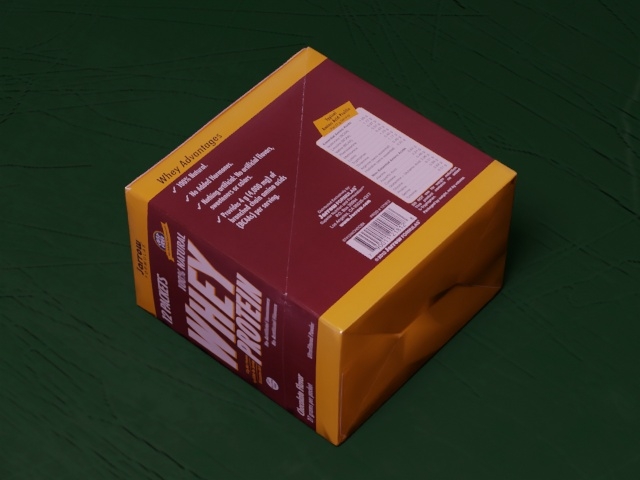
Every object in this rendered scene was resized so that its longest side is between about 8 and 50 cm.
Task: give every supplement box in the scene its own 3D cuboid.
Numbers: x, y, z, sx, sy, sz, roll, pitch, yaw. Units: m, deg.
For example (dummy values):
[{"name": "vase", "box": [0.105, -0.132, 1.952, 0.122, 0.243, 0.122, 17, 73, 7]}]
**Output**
[{"name": "supplement box", "box": [0.000, 0.000, 1.326, 0.194, 0.129, 0.191, 33, 57, 25]}]
